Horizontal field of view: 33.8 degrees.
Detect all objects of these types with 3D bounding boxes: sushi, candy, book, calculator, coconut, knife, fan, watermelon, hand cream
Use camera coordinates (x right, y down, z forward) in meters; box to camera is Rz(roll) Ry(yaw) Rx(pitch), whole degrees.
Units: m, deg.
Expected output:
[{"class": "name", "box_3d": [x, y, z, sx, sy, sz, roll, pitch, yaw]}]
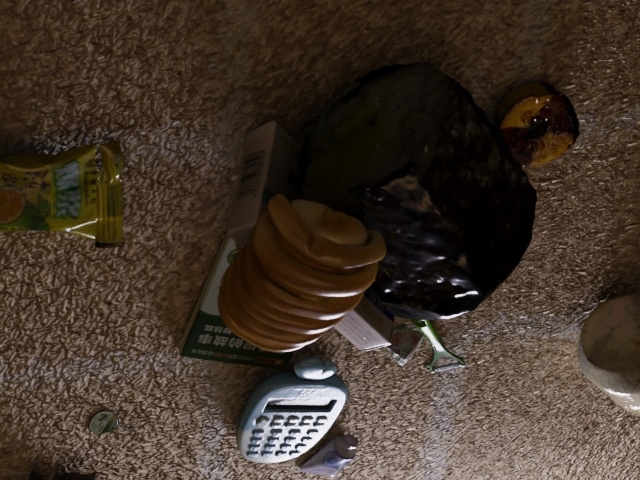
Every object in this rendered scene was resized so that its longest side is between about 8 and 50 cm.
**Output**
[{"class": "sushi", "box_3d": [0.135, -0.077, 1.518, 0.281, 0.299, 0.294, -23, 131, 32]}, {"class": "candy", "box_3d": [-0.431, -0.066, 1.516, 0.297, 0.081, 0.187, -1, 126, -14]}, {"class": "book", "box_3d": [-0.106, 0.107, 1.778, 0.202, 0.027, 0.264, 11, 124, -24]}, {"class": "calculator", "box_3d": [-0.053, 0.313, 1.933, 0.188, 0.042, 0.303, 6, 130, -25]}, {"class": "coconut", "box_3d": [0.605, 0.209, 1.933, 0.230, 0.227, 0.227, 31, 114, -34]}, {"class": "knife", "box_3d": [0.204, 0.186, 1.928, 0.078, 0.023, 0.166, -18, 131, 18]}, {"class": "fan", "box_3d": [-0.378, 0.325, 1.893, 0.080, 0.003, 0.060, -5, 129, -11]}, {"class": "watermelon", "box_3d": [0.149, 0.200, 1.897, 0.085, 0.061, 0.085, 2, 123, 3]}, {"class": "hand cream", "box_3d": [0.025, 0.426, 2.059, 0.084, 0.053, 0.142, 18, 131, -27]}]

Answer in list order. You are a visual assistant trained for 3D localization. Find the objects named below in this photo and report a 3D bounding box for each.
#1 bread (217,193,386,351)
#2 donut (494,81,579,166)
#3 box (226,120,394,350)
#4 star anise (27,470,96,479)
[{"class": "bread", "box_3d": [-0.037, 0.062, 1.427, 0.172, 0.121, 0.311, 20, 147, -11]}, {"class": "donut", "box_3d": [0.335, -0.183, 1.646, 0.140, 0.059, 0.140, -8, 130, -10]}, {"class": "box", "box_3d": [0.000, 0.000, 1.606, 0.065, 0.200, 0.343, -20, 135, 31]}, {"class": "star anise", "box_3d": [-0.487, 0.503, 1.940, 0.257, 0.111, 0.198, -27, 130, 15]}]
